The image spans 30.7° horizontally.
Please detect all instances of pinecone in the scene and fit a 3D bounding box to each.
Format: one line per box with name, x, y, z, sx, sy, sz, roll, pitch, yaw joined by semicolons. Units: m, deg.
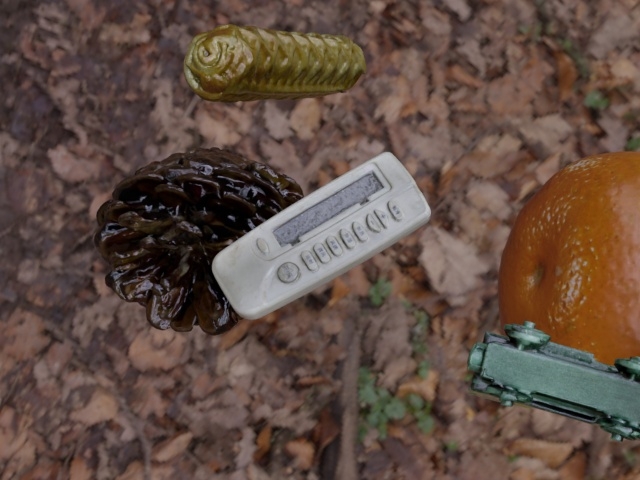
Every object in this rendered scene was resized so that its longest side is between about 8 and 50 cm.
pinecone;-0.153;0.000;1.552;0.296;0.298;0.242;-40;125;-59

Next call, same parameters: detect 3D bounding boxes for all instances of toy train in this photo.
toy train;0.242;0.139;1.132;0.200;0.132;0.083;18;83;11

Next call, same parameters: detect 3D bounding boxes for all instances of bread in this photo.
bread;-0.043;-0.197;1.308;0.367;0.084;0.077;-20;99;-66

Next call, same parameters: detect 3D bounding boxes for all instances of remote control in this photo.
remote control;0.000;-0.001;1.221;0.230;0.049;0.090;-30;67;-5

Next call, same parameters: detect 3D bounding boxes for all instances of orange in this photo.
orange;0.478;0.071;1.852;0.326;0.424;0.424;12;57;-20
